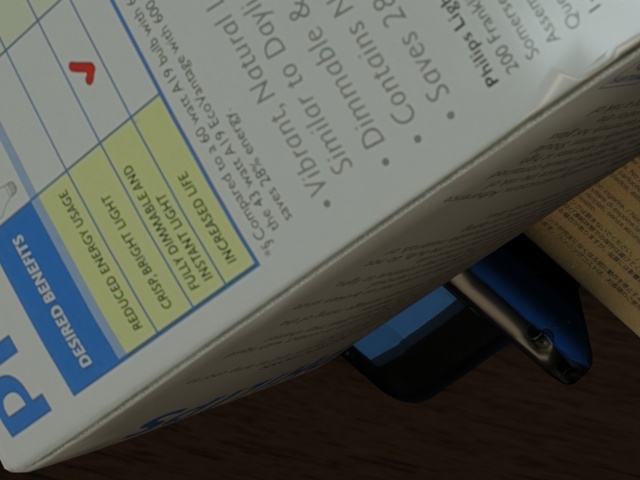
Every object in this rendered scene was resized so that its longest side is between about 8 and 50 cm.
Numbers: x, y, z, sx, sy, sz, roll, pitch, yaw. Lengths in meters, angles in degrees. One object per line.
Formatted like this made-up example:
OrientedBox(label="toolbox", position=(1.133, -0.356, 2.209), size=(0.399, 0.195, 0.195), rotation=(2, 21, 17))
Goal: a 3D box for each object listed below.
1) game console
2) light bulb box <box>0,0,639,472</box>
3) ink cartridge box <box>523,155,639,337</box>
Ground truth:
OrientedBox(label="game console", position=(0.000, 0.000, 1.058), size=(0.293, 0.250, 0.173), rotation=(40, 105, -7))
OrientedBox(label="light bulb box", position=(-0.026, -0.150, 0.731), size=(0.361, 0.225, 0.358), rotation=(-35, 77, 35))
OrientedBox(label="ink cartridge box", position=(0.179, -0.076, 0.958), size=(0.234, 0.088, 0.193), rotation=(42, 130, -7))
